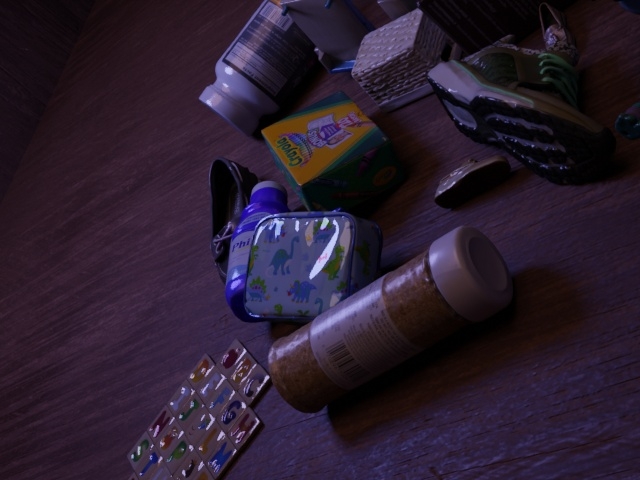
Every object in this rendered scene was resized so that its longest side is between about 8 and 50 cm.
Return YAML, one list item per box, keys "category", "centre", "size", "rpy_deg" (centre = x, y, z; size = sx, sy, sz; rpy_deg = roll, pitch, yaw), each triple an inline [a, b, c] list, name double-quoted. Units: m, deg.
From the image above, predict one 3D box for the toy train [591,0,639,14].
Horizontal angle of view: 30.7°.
- category: "toy train"
  centre: [0.473, -0.428, 1.491]
  size: [0.334, 0.142, 0.190]
  rpy_deg: [-22, 70, 10]

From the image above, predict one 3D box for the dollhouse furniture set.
- category: "dollhouse furniture set"
  centre: [0.063, -0.477, 2.113]
  size: [0.303, 0.286, 0.198]
  rpy_deg: [-2, 57, 42]

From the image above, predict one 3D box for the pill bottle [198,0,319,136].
- category: "pill bottle"
  centre: [-0.113, -0.359, 2.380]
  size: [0.278, 0.162, 0.162]
  rpy_deg: [-53, 28, 1]

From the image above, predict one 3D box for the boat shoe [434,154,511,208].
- category: "boat shoe"
  centre: [0.219, -0.095, 1.702]
  size: [0.135, 0.050, 0.045]
  rpy_deg: [-28, 42, 38]

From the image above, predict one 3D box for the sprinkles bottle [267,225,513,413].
- category: "sprinkles bottle"
  centre: [0.088, 0.113, 1.583]
  size: [0.355, 0.121, 0.121]
  rpy_deg: [-33, 34, 31]

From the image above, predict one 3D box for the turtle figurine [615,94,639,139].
- category: "turtle figurine"
  centre: [0.460, -0.210, 1.417]
  size: [0.175, 0.118, 0.234]
  rpy_deg: [26, 78, 20]

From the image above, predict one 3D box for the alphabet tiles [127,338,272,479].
- category: "alphabet tiles"
  centre: [-0.212, 0.326, 1.903]
  size: [0.342, 0.011, 0.285]
  rpy_deg: [-52, 28, 0]

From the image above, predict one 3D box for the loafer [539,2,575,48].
- category: "loafer"
  centre: [0.352, -0.316, 1.768]
  size: [0.045, 0.039, 0.125]
  rpy_deg: [-37, 32, 27]

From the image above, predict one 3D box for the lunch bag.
- category: "lunch bag"
  centre: [-0.010, 0.042, 1.766]
  size: [0.219, 0.090, 0.176]
  rpy_deg: [-2, 78, 40]

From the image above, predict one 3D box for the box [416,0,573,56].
- category: "box"
  centre: [0.278, -0.427, 1.870]
  size: [0.203, 0.167, 0.168]
  rpy_deg: [-35, 33, 29]

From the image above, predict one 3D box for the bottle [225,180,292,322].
- category: "bottle"
  centre: [-0.094, 0.011, 1.988]
  size: [0.118, 0.092, 0.283]
  rpy_deg: [-14, 40, 15]

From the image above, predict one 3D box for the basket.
- category: "basket"
  centre: [0.146, -0.312, 2.001]
  size: [0.167, 0.103, 0.113]
  rpy_deg: [-21, 41, 45]

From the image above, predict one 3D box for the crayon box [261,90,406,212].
- category: "crayon box"
  centre: [0.016, -0.146, 1.970]
  size: [0.165, 0.081, 0.278]
  rpy_deg: [-27, 29, -4]

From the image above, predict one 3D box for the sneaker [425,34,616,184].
- category: "sneaker"
  centre: [0.301, -0.217, 1.636]
  size: [0.182, 0.158, 0.410]
  rpy_deg: [-43, 31, -3]

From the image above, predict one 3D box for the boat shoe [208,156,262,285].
- category: "boat shoe"
  centre: [-0.168, -0.033, 2.157]
  size: [0.112, 0.095, 0.335]
  rpy_deg: [-39, 31, 23]
